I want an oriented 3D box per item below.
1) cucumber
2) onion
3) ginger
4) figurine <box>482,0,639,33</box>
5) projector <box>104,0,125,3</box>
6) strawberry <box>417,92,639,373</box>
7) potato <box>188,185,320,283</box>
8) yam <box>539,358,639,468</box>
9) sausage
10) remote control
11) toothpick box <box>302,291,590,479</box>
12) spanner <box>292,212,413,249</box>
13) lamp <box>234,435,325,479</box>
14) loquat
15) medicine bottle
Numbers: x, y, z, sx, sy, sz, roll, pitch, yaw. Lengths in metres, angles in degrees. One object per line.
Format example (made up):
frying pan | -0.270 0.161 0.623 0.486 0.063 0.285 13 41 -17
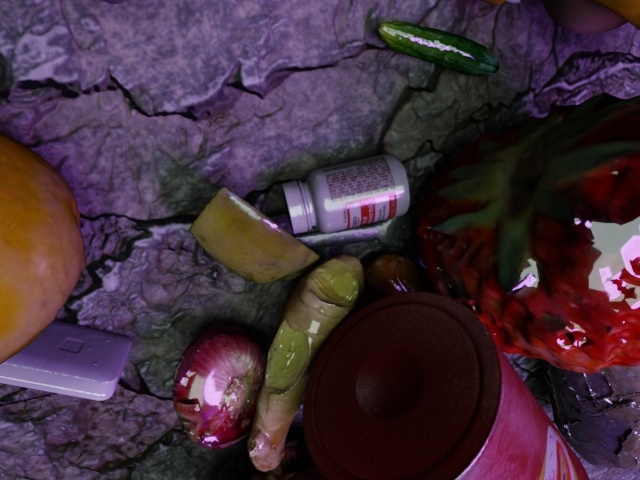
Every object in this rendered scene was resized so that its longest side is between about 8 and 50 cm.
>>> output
cucumber | 0.142 -0.220 0.468 0.168 0.039 0.039 11 108 -13
onion | -0.144 0.186 0.540 0.150 0.140 0.150 5 83 -48
ginger | -0.026 0.150 0.511 0.086 0.131 0.294 23 93 4
figurine | 0.351 -0.318 0.316 0.387 0.268 0.400 8 132 -6
projector | -0.190 -0.270 0.358 0.083 0.082 0.083 -29 114 0
strawberry | 0.273 0.018 0.449 0.292 0.291 0.310 -37 111 4
potato | -0.073 0.012 0.452 0.149 0.120 0.081 35 88 -10
yam | 0.437 0.198 0.611 0.203 0.201 0.271 -21 120 -2
sausage | 0.158 0.136 0.586 0.103 0.076 0.302 -27 113 0
remote control | -0.355 0.118 0.464 0.250 0.103 0.034 19 103 -18
toothpick box | 0.157 0.232 0.458 0.204 0.204 0.333 -38 122 5
spanner | 0.000 0.000 0.535 0.255 0.015 0.054 -8 110 -8
lamp | -0.043 0.407 0.563 0.306 0.239 0.305 -13 157 -6
loquat | -0.345 0.000 0.352 0.244 0.244 0.243 -4 111 -10
medicine bottle | 0.028 -0.053 0.486 0.140 0.079 0.079 -13 113 -6
